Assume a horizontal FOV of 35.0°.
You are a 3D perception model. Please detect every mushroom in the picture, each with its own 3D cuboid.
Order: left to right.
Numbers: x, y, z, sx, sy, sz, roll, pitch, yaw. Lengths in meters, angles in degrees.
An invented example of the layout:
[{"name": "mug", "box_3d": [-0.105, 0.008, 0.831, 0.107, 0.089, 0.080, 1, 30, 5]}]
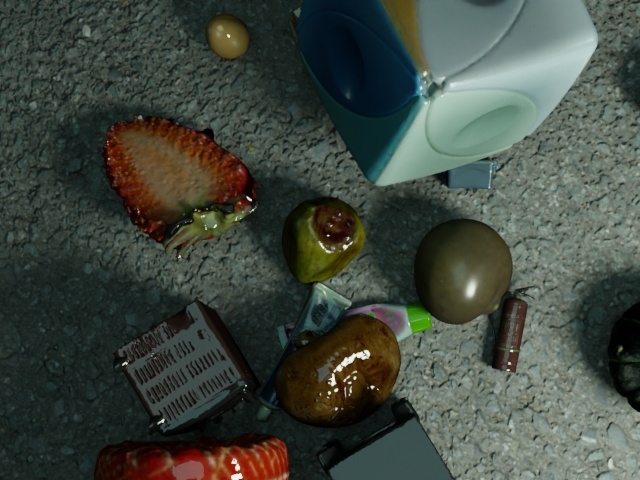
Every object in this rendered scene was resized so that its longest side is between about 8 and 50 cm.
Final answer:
[{"name": "mushroom", "box_3d": [0.041, 0.235, 1.736, 0.231, 0.138, 0.194, -38, 108, -2]}]

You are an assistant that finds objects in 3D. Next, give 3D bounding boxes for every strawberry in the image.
[{"name": "strawberry", "box_3d": [-0.261, -0.105, 1.854, 0.233, 0.138, 0.306, -27, 55, -18]}]

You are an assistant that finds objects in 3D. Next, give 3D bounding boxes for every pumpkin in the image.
[{"name": "pumpkin", "box_3d": [0.594, 0.197, 1.712, 0.220, 0.162, 0.220, 0, 87, 1]}]

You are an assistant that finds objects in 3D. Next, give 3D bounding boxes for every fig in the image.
[{"name": "fig", "box_3d": [0.000, 0.000, 1.809, 0.144, 0.154, 0.166, 25, 116, -7]}]

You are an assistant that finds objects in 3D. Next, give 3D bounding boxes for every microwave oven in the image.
[{"name": "microwave oven", "box_3d": [-0.220, 0.230, 1.733, 0.178, 0.247, 0.188, -30, 82, -2]}]

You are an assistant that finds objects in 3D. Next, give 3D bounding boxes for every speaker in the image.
[{"name": "speaker", "box_3d": [0.131, 0.414, 1.684, 0.184, 0.232, 0.254, -32, 82, -1]}]

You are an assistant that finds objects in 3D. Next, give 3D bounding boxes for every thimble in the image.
[{"name": "thimble", "box_3d": [-0.212, 0.438, 1.657, 0.350, 0.350, 0.230, -2, 82, 4]}]

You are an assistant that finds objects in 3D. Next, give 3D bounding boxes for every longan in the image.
[{"name": "longan", "box_3d": [0.244, 0.052, 1.757, 0.189, 0.189, 0.189, -1, 83, 5]}]

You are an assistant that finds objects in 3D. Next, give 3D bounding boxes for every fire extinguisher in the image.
[{"name": "fire extinguisher", "box_3d": [0.331, 0.152, 1.800, 0.078, 0.045, 0.157, 9, 84, 28]}]

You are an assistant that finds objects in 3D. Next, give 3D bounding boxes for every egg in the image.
[{"name": "egg", "box_3d": [-0.173, -0.380, 1.882, 0.080, 0.096, 0.080, -2, 78, 7]}]

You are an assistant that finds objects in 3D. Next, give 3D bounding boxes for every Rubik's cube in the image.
[{"name": "Rubik's cube", "box_3d": [0.194, -0.331, 1.670, 0.347, 0.351, 0.352, -18, 70, -21]}]

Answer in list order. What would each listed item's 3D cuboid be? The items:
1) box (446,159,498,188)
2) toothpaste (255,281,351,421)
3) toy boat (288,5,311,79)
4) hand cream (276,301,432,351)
[{"name": "box", "box_3d": [0.267, -0.119, 1.827, 0.099, 0.074, 0.054, 2, 97, 5]}, {"name": "toothpaste", "box_3d": [-0.041, 0.204, 1.806, 0.069, 0.047, 0.268, 31, 91, 24]}, {"name": "toy boat", "box_3d": [0.019, -0.357, 1.880, 0.116, 0.061, 0.188, -23, 82, 0]}, {"name": "hand cream", "box_3d": [0.062, 0.166, 1.822, 0.275, 0.050, 0.079, -14, 56, 8]}]
